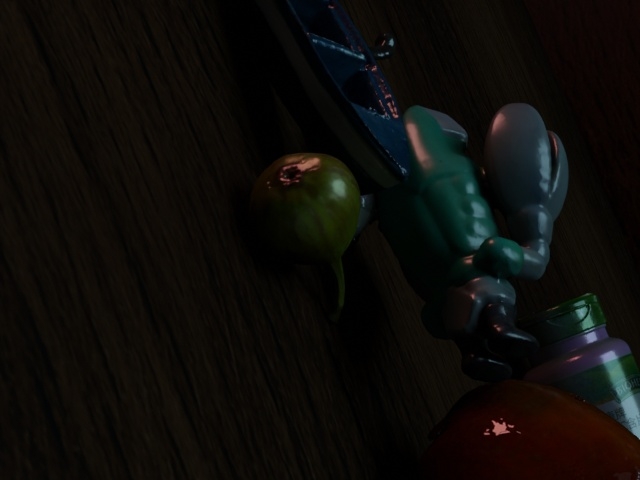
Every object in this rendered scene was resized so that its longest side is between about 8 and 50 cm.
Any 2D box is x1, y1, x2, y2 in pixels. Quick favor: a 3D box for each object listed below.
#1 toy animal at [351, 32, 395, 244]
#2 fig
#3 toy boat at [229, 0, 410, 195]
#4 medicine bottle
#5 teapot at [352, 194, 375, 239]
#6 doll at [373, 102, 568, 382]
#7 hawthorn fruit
[{"bbox_3d":[0.033,-0.114,1.490,0.148,0.085,0.232,4,68,-68],"label":"toy animal"},{"bbox_3d":[-0.013,-0.006,1.278,0.166,0.093,0.093,91,-12,-60],"label":"fig"},{"bbox_3d":[-0.002,-0.150,1.370,0.096,0.062,0.299,18,37,-49],"label":"toy boat"},{"bbox_3d":[0.315,0.202,1.810,0.274,0.133,0.133,68,18,8],"label":"medicine bottle"},{"bbox_3d":[0.006,-0.043,1.362,0.064,0.064,0.083,38,37,-41],"label":"teapot"},{"bbox_3d":[0.122,0.007,1.369,0.153,0.195,0.258,18,66,-37],"label":"doll"},{"bbox_3d":[0.207,0.235,1.262,0.211,0.299,0.211,-24,122,-45],"label":"hawthorn fruit"}]
